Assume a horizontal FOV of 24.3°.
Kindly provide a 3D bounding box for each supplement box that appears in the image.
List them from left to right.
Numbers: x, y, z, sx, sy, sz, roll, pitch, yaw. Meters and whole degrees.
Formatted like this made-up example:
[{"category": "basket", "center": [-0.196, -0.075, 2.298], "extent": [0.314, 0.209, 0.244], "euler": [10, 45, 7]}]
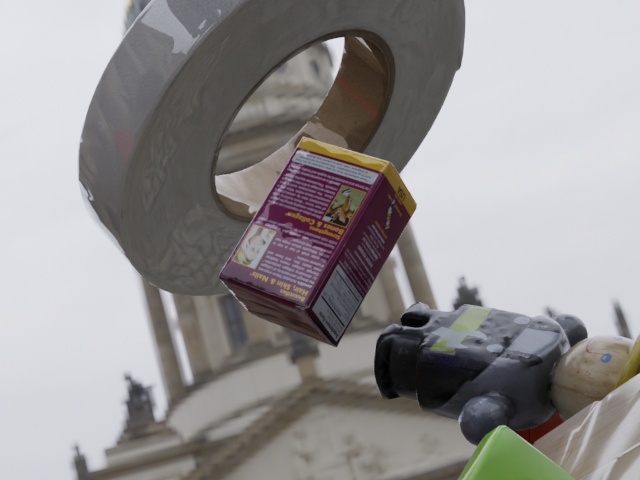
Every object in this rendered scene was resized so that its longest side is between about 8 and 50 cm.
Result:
[{"category": "supplement box", "center": [0.000, 0.000, 0.704], "extent": [0.055, 0.083, 0.043], "euler": [20, -20, 33]}]

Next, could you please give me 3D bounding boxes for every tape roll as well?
[{"category": "tape roll", "center": [-0.034, -0.118, 1.318], "extent": [0.392, 0.072, 0.392], "euler": [-31, -32, -23]}]

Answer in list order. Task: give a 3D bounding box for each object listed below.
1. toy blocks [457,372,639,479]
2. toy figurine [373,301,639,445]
[{"category": "toy blocks", "center": [0.052, 0.193, 0.467], "extent": [0.381, 0.191, 0.261], "euler": [-53, 2, -34]}, {"category": "toy figurine", "center": [0.108, 0.144, 0.702], "extent": [0.148, 0.213, 0.209], "euler": [10, -18, 31]}]
